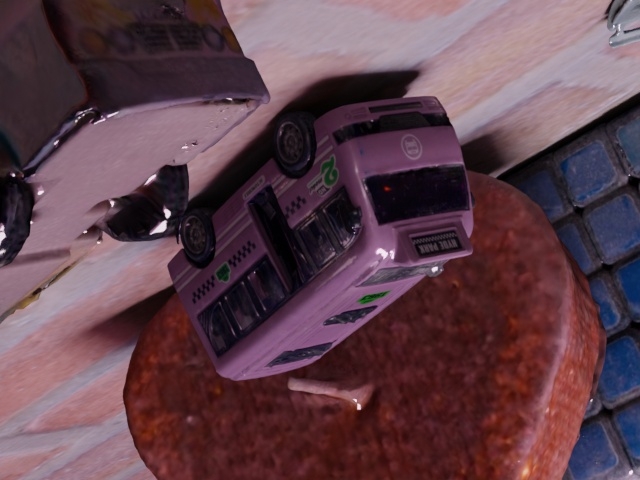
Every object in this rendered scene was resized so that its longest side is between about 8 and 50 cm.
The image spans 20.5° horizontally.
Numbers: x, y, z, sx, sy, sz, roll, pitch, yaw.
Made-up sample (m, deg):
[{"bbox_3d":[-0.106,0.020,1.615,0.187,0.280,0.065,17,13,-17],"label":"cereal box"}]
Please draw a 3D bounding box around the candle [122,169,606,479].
[{"bbox_3d":[0.033,0.117,1.143,0.317,0.287,0.131,-23,159,13],"label":"candle"}]

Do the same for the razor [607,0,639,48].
[{"bbox_3d":[0.253,-0.047,0.980,0.106,0.232,0.068,-18,166,-14],"label":"razor"}]

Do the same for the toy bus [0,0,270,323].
[{"bbox_3d":[-0.163,-0.020,0.704,0.317,0.138,0.112,-36,164,35],"label":"toy bus"}]

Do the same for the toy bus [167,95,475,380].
[{"bbox_3d":[0.000,0.000,1.016,0.096,0.108,0.199,-9,159,-39],"label":"toy bus"}]

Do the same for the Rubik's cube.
[{"bbox_3d":[0.238,0.055,1.283,0.237,0.237,0.238,-30,161,26],"label":"Rubik's cube"}]
